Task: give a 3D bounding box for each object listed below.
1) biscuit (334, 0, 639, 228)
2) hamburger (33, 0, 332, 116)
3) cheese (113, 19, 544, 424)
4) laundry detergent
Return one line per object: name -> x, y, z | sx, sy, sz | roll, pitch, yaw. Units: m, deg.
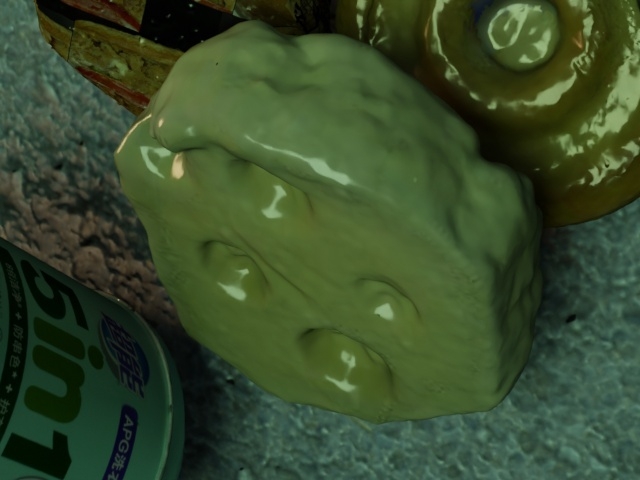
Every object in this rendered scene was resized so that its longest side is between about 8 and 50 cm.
biscuit -> 0.122, -0.116, 0.928 | 0.274, 0.091, 0.213 | 35, 115, 14
hamburger -> -0.102, -0.166, 0.987 | 0.231, 0.107, 0.231 | 10, 135, 10
cheese -> 0.000, 0.000, 0.936 | 0.318, 0.115, 0.326 | 42, 145, -16
laundry detergent -> -0.277, 0.140, 1.057 | 0.287, 0.305, 0.287 | -15, 59, 27
